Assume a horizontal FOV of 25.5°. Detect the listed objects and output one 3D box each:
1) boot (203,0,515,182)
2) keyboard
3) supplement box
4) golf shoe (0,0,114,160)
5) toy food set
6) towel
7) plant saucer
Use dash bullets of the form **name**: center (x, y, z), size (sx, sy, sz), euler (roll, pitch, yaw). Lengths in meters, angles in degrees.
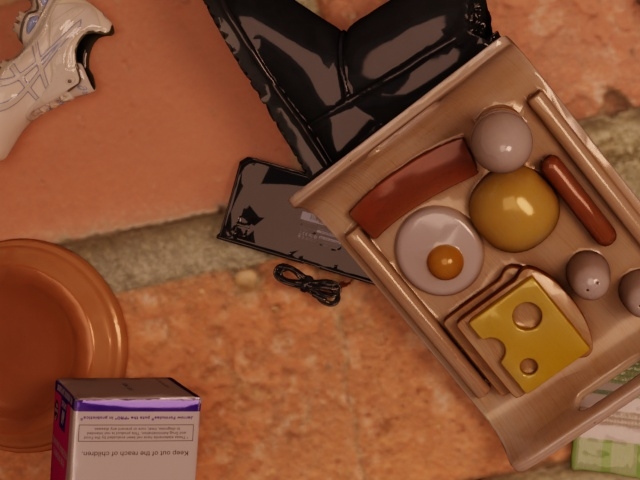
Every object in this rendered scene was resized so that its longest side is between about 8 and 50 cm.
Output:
- **boot**: center (0.035, -0.180, 1.205), size (0.207, 0.094, 0.246), euler (-32, 86, 9)
- **keyboard**: center (0.000, 0.000, 1.255), size (0.180, 0.023, 0.108), euler (16, 89, 10)
- **supplement box**: center (-0.174, 0.236, 1.232), size (0.114, 0.111, 0.220), euler (1, 93, -20)
- **golf shoe**: center (-0.249, -0.139, 1.274), size (0.086, 0.069, 0.176), euler (27, 98, 2)
- **toy food set**: center (0.154, 0.017, 1.148), size (0.220, 0.092, 0.306), euler (-37, 98, 14)
- **towel**: center (0.276, 0.128, 1.212), size (0.113, 0.023, 0.152), euler (7, 96, 12)
- **plant saucer**: center (-0.277, 0.098, 1.300), size (0.200, 0.037, 0.200), euler (1, 93, 10)
